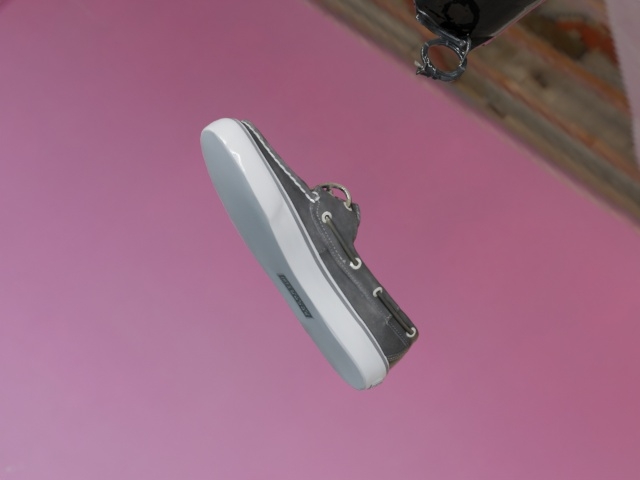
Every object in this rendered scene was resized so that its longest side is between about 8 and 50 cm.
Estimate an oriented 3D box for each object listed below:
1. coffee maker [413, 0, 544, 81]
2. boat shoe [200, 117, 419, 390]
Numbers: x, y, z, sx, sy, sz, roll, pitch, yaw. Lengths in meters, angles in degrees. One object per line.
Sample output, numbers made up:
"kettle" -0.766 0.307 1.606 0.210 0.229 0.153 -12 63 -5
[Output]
"coffee maker" 0.168 -0.243 1.083 0.120 0.171 0.178 6 -15 -21
"boat shoe" 0.000 0.000 0.889 0.228 0.076 0.080 57 -20 -13
